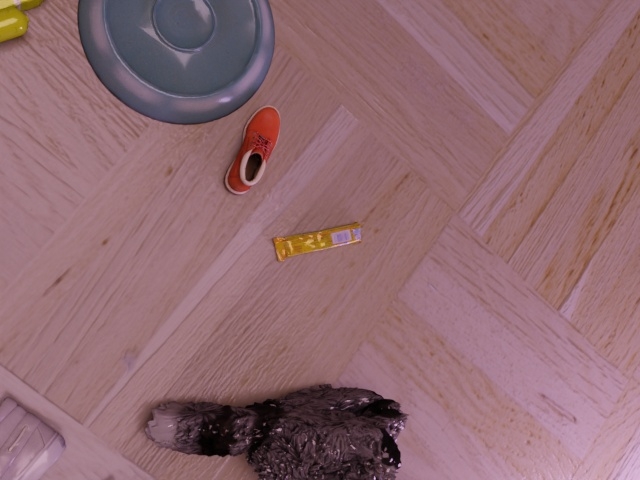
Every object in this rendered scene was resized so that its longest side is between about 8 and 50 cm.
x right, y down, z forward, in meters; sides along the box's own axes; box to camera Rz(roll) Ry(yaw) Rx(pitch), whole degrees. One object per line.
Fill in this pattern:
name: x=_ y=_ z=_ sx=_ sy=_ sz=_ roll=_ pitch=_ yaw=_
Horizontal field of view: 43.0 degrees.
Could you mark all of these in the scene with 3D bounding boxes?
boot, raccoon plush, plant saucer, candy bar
boot: x=-0.097 y=-0.149 z=1.294 sx=0.059 sy=0.084 sz=0.158 roll=25 pitch=77 yaw=-16
raccoon plush: x=-0.039 y=0.395 z=1.275 sx=0.445 sy=0.216 sz=0.300 roll=4 pitch=100 yaw=8
plant saucer: x=-0.217 y=-0.343 z=1.281 sx=0.317 sy=0.043 sz=0.318 roll=1 pitch=87 yaw=-22
candy bar: x=0.000 y=0.000 z=1.357 sx=0.161 sy=0.018 sz=0.040 roll=-12 pitch=95 yaw=-22
boot: x=-0.484 y=0.342 z=1.118 sx=0.123 sy=0.095 sz=0.258 roll=43 pitch=65 yaw=-7

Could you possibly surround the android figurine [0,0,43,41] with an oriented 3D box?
android figurine: x=-0.504 y=-0.401 z=1.166 sx=0.272 sy=0.056 sz=0.248 roll=-23 pitch=95 yaw=-19
